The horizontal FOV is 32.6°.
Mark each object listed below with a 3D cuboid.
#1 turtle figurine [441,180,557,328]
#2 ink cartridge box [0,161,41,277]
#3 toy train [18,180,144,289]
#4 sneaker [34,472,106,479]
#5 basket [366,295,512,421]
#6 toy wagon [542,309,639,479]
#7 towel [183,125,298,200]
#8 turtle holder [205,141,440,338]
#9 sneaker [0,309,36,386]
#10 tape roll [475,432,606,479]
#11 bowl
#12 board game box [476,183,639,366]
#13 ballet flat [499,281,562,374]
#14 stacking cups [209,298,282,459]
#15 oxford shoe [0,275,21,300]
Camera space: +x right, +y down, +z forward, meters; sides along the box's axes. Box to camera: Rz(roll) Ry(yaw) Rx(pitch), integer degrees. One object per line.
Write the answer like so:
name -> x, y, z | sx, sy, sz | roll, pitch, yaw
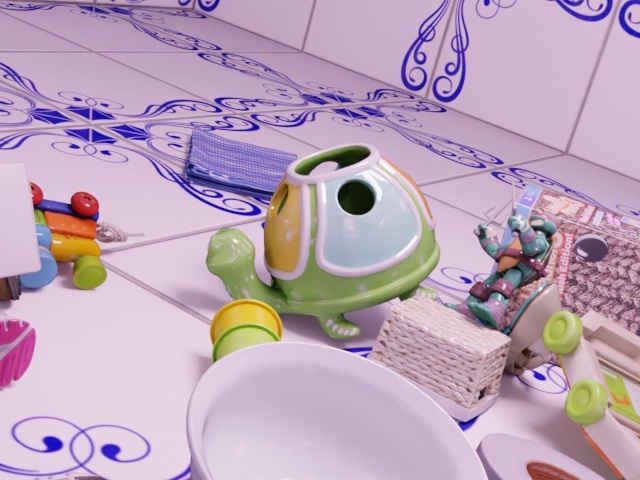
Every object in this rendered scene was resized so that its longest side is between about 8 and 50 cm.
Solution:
turtle figurine -> 0.272, 0.019, 1.561 | 0.118, 0.234, 0.175 | 35, -19, 1
ink cartridge box -> -0.496, -0.004, 1.195 | 0.306, 0.131, 0.226 | -3, 5, 34
toy train -> -0.333, 0.012, 1.543 | 0.248, 0.105, 0.143 | 11, 34, -39
sneaker -> -0.302, 0.229, 0.947 | 0.132, 0.086, 0.229 | 25, 22, 33
basket -> 0.162, 0.155, 1.489 | 0.167, 0.103, 0.113 | 24, 20, 26
toy wagon -> 0.412, 0.237, 1.390 | 0.267, 0.068, 0.344 | 28, 33, -26
towel -> -0.153, -0.157, 2.229 | 0.243, 0.040, 0.336 | 13, 19, -9
turtle holder -> 0.007, -0.009, 1.601 | 0.320, 0.227, 0.243 | -9, 24, 10
sneaker -> -0.442, 0.109, 1.173 | 0.252, 0.103, 0.111 | 5, 16, -45
tape roll -> 0.249, 0.293, 1.149 | 0.219, 0.072, 0.219 | 26, 13, -6
bowl -> -0.001, 0.241, 1.026 | 0.298, 0.134, 0.298 | 18, 31, -11
board game box -> 0.418, 0.075, 1.723 | 0.291, 0.232, 0.141 | 19, 19, 12
ballet flat -> 0.301, 0.133, 1.539 | 0.086, 0.086, 0.248 | 15, -24, -2
stacking cups -> -0.087, 0.177, 1.265 | 0.096, 0.096, 0.316 | 13, 22, -9
oxford shoe -> -0.470, 0.023, 1.438 | 0.096, 0.082, 0.227 | -29, 45, -31
